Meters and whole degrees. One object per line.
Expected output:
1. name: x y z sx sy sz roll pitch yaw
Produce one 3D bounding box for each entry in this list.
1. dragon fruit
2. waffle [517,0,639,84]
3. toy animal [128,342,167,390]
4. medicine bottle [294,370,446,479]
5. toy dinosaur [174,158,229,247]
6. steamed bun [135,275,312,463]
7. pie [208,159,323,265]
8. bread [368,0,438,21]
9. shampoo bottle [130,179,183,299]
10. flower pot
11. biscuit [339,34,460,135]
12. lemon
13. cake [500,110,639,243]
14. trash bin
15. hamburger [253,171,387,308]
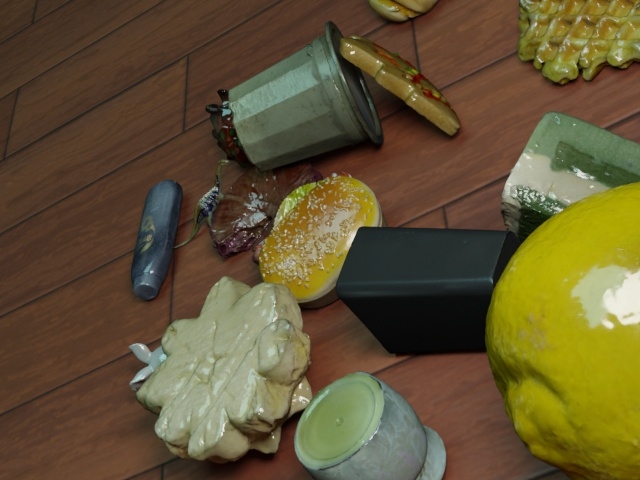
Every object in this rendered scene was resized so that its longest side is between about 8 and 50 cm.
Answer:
1. dragon fruit: -0.123 -0.185 2.146 0.142 0.121 0.130 41 104 39
2. waffle: 0.424 -0.359 1.876 0.281 0.058 0.301 -14 48 33
3. toy animal: -0.224 0.182 1.930 0.124 0.085 0.071 -27 57 28
4. medicine bottle: 0.062 0.256 1.544 0.147 0.143 0.147 -28 35 22
5. toy dinosaur: -0.186 -0.053 2.141 0.180 0.058 0.037 -63 22 8
6. steamed bun: -0.117 0.190 1.778 0.295 0.137 0.292 -33 42 25
7. pie: -0.086 -0.047 2.035 0.218 0.054 0.204 -5 52 39
8. bread: 0.199 -0.512 2.170 0.311 0.121 0.173 -46 39 -2
9. shampoo bottle: -0.283 -0.001 2.170 0.087 0.049 0.234 -31 38 34
10. flower pot: -0.029 -0.217 1.996 0.202 0.212 0.212 -20 43 15
11. biscuit: 0.133 -0.244 1.940 0.238 0.212 0.041 44 106 26
12. lemon: 0.339 0.099 1.305 0.348 0.348 0.348 -24 42 23
13. cake: 0.363 -0.052 1.551 0.283 0.172 0.158 12 65 45
14. trash bin: 0.164 0.063 1.624 0.225 0.165 0.115 -3 52 37
15. hamburger: 0.000 0.000 1.865 0.210 0.116 0.173 -43 40 0
